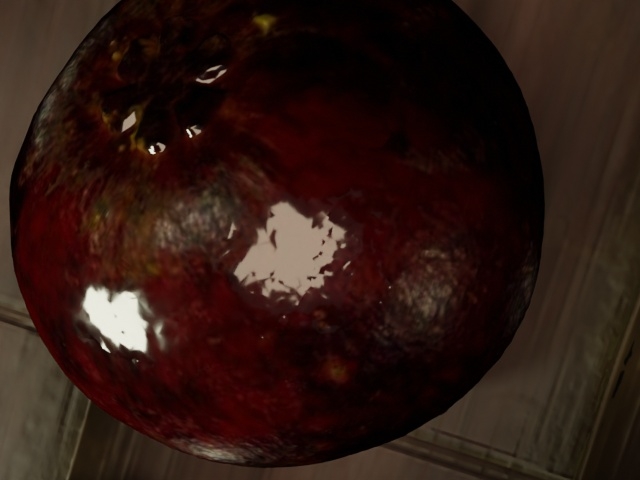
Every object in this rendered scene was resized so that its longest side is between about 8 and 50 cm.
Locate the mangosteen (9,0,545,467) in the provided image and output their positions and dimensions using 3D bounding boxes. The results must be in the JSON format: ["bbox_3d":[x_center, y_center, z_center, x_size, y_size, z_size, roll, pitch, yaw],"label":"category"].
[{"bbox_3d":[0.000,0.000,0.726,0.235,0.235,0.261,-34,137,9],"label":"mangosteen"}]
